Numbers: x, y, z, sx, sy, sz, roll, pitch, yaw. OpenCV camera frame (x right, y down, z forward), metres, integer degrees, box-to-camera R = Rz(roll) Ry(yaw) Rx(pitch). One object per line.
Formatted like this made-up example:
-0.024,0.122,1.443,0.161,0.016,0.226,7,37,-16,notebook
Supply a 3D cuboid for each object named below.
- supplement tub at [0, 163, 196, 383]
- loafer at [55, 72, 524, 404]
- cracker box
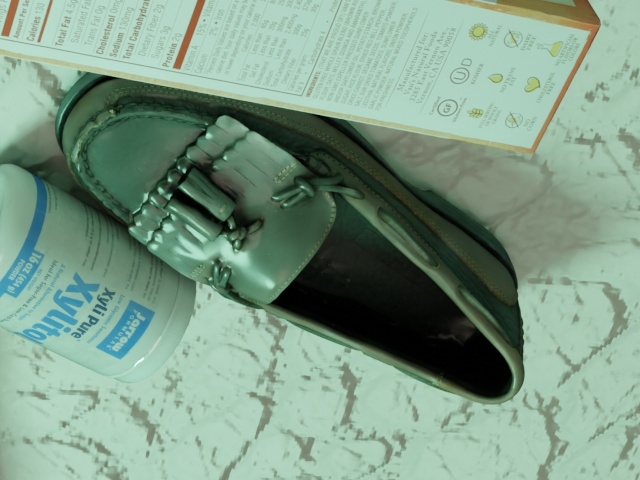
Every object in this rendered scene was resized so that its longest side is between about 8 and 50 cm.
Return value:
-0.119,0.016,0.789,0.107,0.071,0.071,30,117,-32,supplement tub
0.000,0.000,0.798,0.267,0.084,0.096,26,119,-31,loafer
-0.029,-0.119,0.642,0.232,0.156,0.067,10,126,-22,cracker box
